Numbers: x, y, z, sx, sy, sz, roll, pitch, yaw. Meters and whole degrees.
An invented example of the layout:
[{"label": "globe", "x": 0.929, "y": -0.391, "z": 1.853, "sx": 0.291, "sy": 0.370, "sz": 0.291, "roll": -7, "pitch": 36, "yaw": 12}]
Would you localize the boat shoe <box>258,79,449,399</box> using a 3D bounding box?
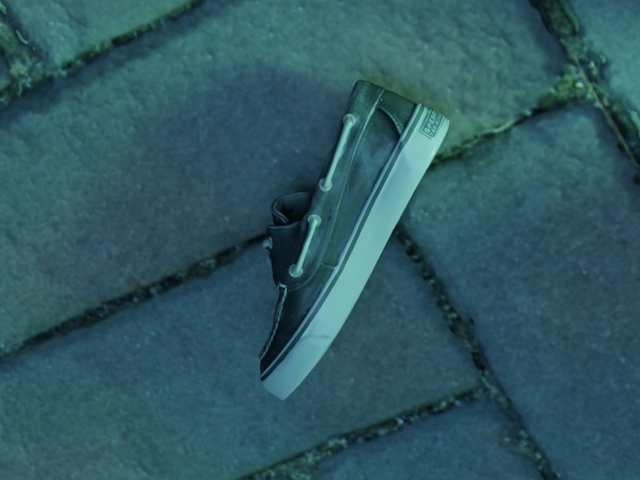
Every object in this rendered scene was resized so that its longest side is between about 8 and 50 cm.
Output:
[{"label": "boat shoe", "x": 0.000, "y": 0.000, "z": 1.576, "sx": 0.102, "sy": 0.108, "sz": 0.301, "roll": 28, "pitch": 119, "yaw": 0}]
